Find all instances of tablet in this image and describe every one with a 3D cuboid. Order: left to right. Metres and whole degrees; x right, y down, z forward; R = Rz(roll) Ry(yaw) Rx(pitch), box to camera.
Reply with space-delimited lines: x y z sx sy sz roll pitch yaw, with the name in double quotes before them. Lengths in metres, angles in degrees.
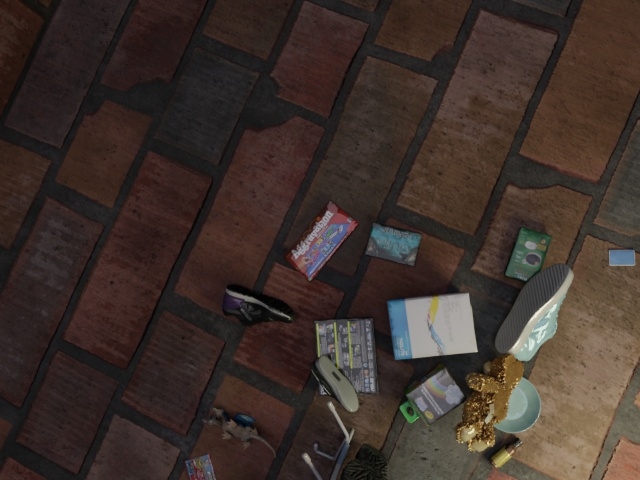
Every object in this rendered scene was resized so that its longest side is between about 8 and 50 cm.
"tablet" 1.043 0.060 1.793 0.083 0.006 0.054 0 84 9

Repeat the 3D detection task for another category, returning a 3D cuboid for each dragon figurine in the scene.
"dragon figurine" -0.285 0.683 1.876 0.289 0.144 0.085 23 85 -9

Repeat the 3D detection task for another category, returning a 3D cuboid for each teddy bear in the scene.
"teddy bear" 0.537 0.521 1.688 0.245 0.113 0.338 22 82 -30

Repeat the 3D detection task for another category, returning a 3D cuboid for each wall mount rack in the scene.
"wall mount rack" 0.010 0.713 1.692 0.130 0.350 0.304 23 129 9

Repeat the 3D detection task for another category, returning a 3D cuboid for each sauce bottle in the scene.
"sauce bottle" 0.633 0.721 1.761 0.128 0.042 0.042 -40 80 0

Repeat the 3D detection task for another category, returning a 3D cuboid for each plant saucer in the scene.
"plant saucer" 0.650 0.556 1.779 0.194 0.037 0.195 -1 84 8

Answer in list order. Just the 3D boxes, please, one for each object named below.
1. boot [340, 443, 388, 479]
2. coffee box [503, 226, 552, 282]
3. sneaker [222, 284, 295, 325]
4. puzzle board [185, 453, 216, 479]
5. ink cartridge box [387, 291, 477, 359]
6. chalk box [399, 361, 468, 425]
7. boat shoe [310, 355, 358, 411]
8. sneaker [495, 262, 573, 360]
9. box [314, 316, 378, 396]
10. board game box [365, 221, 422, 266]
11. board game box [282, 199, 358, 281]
"boot" 0.049 0.909 1.642 0.146 0.367 0.446 33 95 17
"coffee box" 0.727 0.055 1.822 0.113 0.040 0.184 18 86 10
"sneaker" -0.231 0.267 1.922 0.283 0.107 0.124 20 101 14
"puzzle board" -0.440 0.866 1.916 0.096 0.011 0.128 -19 82 6
"ink cartridge box" 0.374 0.287 1.768 0.269 0.198 0.198 -8 82 8
"chalk box" 0.373 0.537 1.775 0.213 0.132 0.132 -36 81 4
"boat shoe" 0.048 0.503 1.800 0.070 0.077 0.219 -41 81 37
"sneaker" 0.747 0.249 1.758 0.150 0.135 0.366 29 102 -24
"box" 0.093 0.416 1.865 0.216 0.060 0.270 -5 83 8
"board game box" 0.267 0.014 1.901 0.186 0.026 0.126 13 85 9
"board game box" 0.000 0.000 1.942 0.145 0.027 0.281 40 90 12
